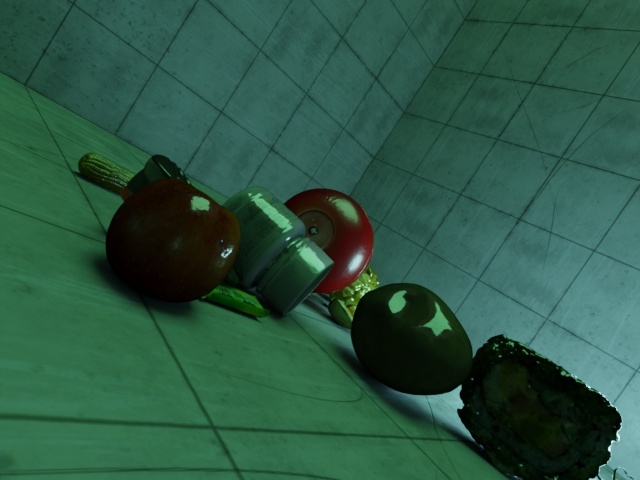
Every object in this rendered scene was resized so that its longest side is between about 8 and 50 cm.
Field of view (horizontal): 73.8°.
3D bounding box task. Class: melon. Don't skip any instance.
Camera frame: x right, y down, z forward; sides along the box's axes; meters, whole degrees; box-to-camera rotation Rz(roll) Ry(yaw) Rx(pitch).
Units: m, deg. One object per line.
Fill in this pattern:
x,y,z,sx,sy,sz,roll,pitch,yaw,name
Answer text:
0.089,0.264,1.452,0.160,0.079,0.128,31,22,-50,melon

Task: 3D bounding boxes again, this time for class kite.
-0.101,0.163,1.586,0.406,0.014,0.368,32,3,-17,kite

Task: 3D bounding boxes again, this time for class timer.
0.000,0.000,1.521,0.378,0.378,0.279,34,-3,19,timer

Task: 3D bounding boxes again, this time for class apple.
-0.259,0.002,0.766,0.218,0.201,0.218,30,-5,3,apple

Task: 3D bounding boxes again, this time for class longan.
0.227,0.256,1.106,0.288,0.288,0.350,31,0,-34,longan

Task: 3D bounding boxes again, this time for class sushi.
0.518,0.431,1.064,0.352,0.294,0.178,36,1,21,sushi

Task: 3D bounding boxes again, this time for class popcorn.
0.138,0.178,1.778,0.252,0.206,0.236,-14,81,-40,popcorn

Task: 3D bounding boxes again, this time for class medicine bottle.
-0.137,0.030,1.148,0.302,0.241,0.241,43,4,8,medicine bottle

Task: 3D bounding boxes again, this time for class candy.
-0.203,0.124,0.948,0.178,0.032,0.102,29,1,-40,candy

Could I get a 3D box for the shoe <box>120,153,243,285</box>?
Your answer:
-0.313,-0.008,0.934,0.336,0.171,0.132,58,4,-23,shoe

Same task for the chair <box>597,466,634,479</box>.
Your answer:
0.634,0.584,1.156,0.170,0.159,0.326,30,3,-19,chair

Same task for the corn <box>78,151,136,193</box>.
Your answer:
-0.605,-0.181,1.274,0.080,0.080,0.231,36,2,44,corn
